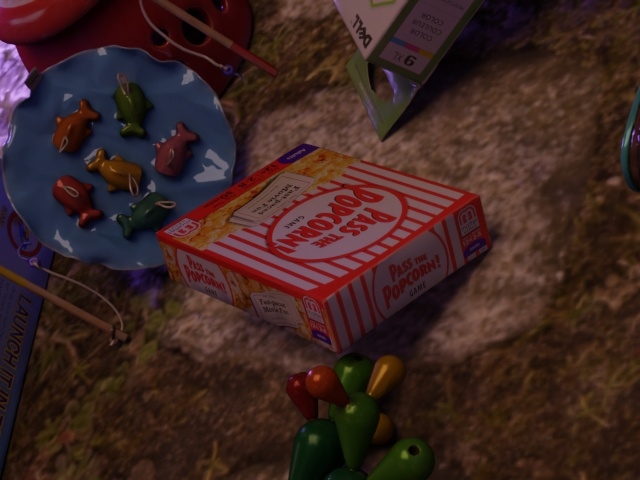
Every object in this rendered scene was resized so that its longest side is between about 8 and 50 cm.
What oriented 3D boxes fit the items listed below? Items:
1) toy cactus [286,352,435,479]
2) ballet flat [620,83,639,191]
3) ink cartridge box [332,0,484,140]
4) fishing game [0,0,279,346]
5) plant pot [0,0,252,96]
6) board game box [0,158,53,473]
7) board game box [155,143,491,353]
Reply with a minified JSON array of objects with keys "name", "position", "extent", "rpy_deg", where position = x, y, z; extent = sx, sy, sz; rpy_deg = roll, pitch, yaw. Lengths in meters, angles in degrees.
[{"name":"toy cactus","position":[-0.007,0.172,1.085],"extent":[0.180,0.112,0.219],"rpy_deg":[-33,49,31]},{"name":"ballet flat","position":[0.266,-0.149,1.118],"extent":[0.096,0.095,0.280],"rpy_deg":[0,68,30]},{"name":"ink cartridge box","position":[0.065,-0.192,1.289],"extent":[0.209,0.062,0.109],"rpy_deg":[-54,36,25]},{"name":"fishing game","position":[-0.160,-0.068,1.361],"extent":[0.264,0.189,0.041],"rpy_deg":[-57,-2,-6]},{"name":"plant pot","position":[-0.183,-0.197,1.484],"extent":[0.191,0.174,0.191],"rpy_deg":[-25,45,27]},{"name":"board game box","position":[-0.358,0.025,1.347],"extent":[0.086,0.302,0.308],"rpy_deg":[-18,47,31]},{"name":"board game box","position":[0.000,0.000,1.209],"extent":[0.146,0.045,0.193],"rpy_deg":[-34,33,-29]}]
